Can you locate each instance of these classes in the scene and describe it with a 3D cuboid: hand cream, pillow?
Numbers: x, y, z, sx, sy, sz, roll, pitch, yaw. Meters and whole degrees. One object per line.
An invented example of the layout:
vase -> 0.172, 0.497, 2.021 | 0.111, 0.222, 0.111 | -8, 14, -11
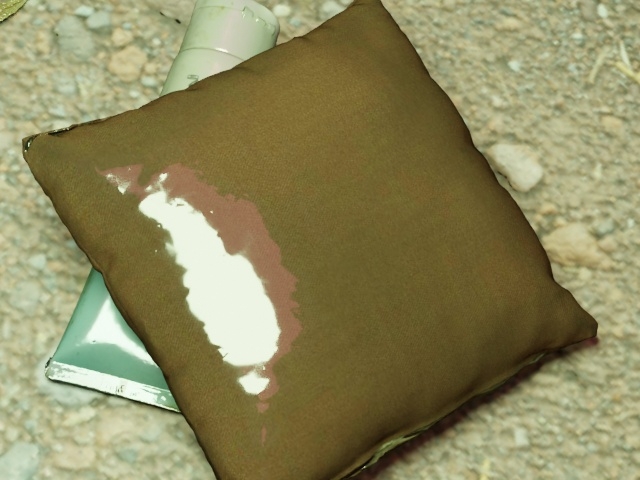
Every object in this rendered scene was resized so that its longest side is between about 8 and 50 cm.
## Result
hand cream -> -0.097, -0.028, 1.335 | 0.111, 0.070, 0.312 | 16, 69, 1
pillow -> 0.000, 0.000, 1.270 | 0.308, 0.108, 0.305 | -27, 80, -25

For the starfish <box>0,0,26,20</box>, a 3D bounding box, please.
starfish -> -0.261, -0.168, 1.409 | 0.086, 0.016, 0.092 | -9, 58, -9
